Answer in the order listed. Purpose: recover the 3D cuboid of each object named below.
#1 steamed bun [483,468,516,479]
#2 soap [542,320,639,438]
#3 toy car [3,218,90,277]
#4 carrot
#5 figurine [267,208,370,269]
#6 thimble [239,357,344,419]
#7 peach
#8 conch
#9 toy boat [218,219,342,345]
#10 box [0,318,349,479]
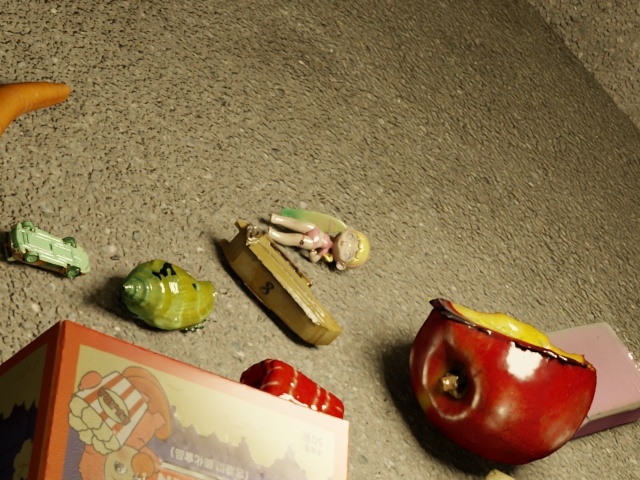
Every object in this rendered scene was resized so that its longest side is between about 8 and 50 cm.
[{"bbox_3d":[0.307,0.450,2.090,0.231,0.110,0.212,42,32,2],"label":"steamed bun"},{"bbox_3d":[0.455,0.239,2.521,0.259,0.081,0.181,-6,56,-50],"label":"soap"},{"bbox_3d":[-0.355,0.015,1.913,0.122,0.035,0.059,25,36,-42],"label":"toy car"},{"bbox_3d":[-0.431,-0.192,2.050,0.066,0.062,0.271,13,26,12],"label":"carrot"},{"bbox_3d":[0.000,0.000,2.313,0.187,0.083,0.083,14,41,-20],"label":"figurine"},{"bbox_3d":[-0.059,0.249,1.855,0.125,0.163,0.189,34,33,-13],"label":"thimble"},{"bbox_3d":[0.276,0.228,2.235,0.257,0.201,0.361,26,6,31],"label":"peach"},{"bbox_3d":[-0.210,0.076,1.978,0.200,0.079,0.095,20,57,-47],"label":"conch"},{"bbox_3d":[-0.055,0.064,2.164,0.226,0.068,0.088,46,26,3],"label":"toy boat"},{"bbox_3d":[-0.201,0.294,1.465,0.348,0.318,0.257,24,54,-31],"label":"box"}]
